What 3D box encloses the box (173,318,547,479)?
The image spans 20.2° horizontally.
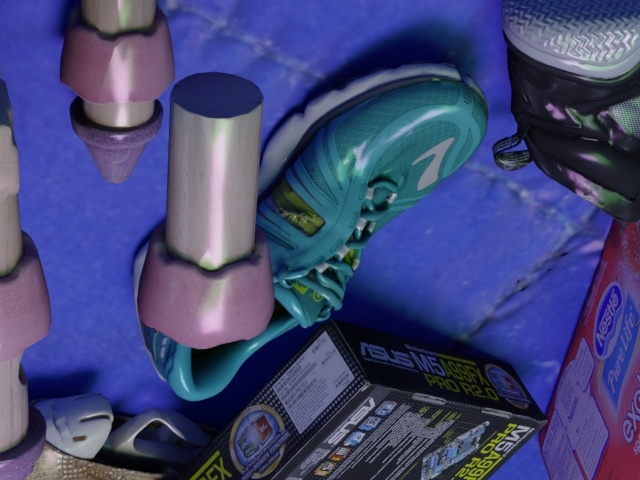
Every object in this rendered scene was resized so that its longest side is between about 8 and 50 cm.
[{"bbox_3d":[-0.001,0.180,1.259,0.270,0.060,0.216,-47,144,21],"label":"box"}]

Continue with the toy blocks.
[{"bbox_3d":[-0.203,-0.012,0.915,0.309,0.288,0.260,-6,127,-16],"label":"toy blocks"}]

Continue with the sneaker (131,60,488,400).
[{"bbox_3d":[0.000,0.000,1.110,0.275,0.110,0.107,-41,130,20],"label":"sneaker"}]

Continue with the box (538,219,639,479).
[{"bbox_3d":[0.268,0.092,1.246,0.142,0.154,0.300,-1,130,-16],"label":"box"}]

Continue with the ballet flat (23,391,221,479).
[{"bbox_3d":[-0.144,0.135,1.223,0.206,0.073,0.067,14,122,-39],"label":"ballet flat"}]

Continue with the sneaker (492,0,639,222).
[{"bbox_3d":[0.234,-0.095,1.103,0.269,0.101,0.153,-1,132,-8],"label":"sneaker"}]
